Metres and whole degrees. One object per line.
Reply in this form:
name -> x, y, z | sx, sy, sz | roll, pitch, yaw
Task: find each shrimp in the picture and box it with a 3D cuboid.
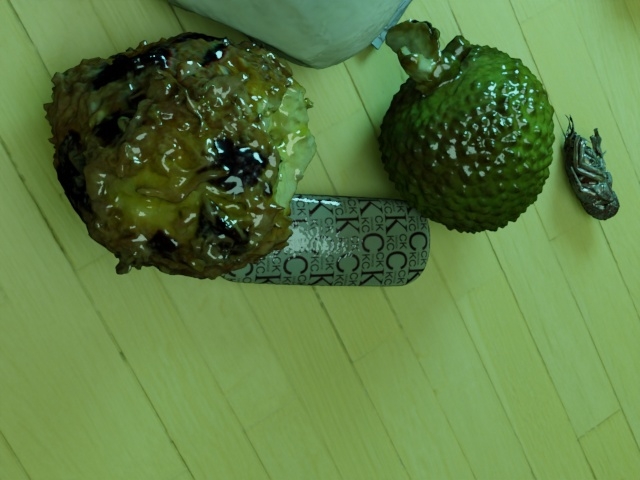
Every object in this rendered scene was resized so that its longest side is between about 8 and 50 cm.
shrimp -> 0.440, -0.121, 1.949 | 0.073, 0.075, 0.190 | -20, 96, 14

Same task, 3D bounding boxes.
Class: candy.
candy -> -0.026, -0.456, 1.641 | 0.386, 0.186, 0.427 | 38, 79, -15

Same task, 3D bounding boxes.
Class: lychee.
lychee -> 0.216, -0.162, 1.751 | 0.270, 0.270, 0.320 | -19, 136, -19

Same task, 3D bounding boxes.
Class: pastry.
pastry -> -0.189, -0.120, 1.538 | 0.337, 0.405, 0.292 | 1, 121, 7

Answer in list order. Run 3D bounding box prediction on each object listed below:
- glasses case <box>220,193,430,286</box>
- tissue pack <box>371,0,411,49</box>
glasses case -> 0.000, 0.000, 1.772 | 0.355, 0.085, 0.137 | 2, 94, -22
tissue pack -> 0.103, -0.399, 1.789 | 0.122, 0.026, 0.193 | 43, 81, -21
